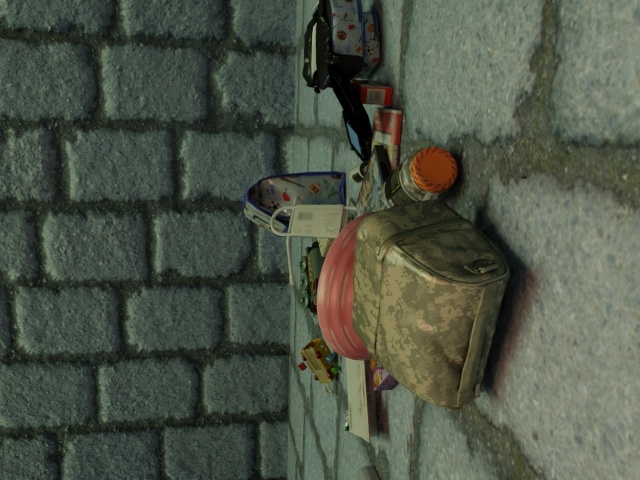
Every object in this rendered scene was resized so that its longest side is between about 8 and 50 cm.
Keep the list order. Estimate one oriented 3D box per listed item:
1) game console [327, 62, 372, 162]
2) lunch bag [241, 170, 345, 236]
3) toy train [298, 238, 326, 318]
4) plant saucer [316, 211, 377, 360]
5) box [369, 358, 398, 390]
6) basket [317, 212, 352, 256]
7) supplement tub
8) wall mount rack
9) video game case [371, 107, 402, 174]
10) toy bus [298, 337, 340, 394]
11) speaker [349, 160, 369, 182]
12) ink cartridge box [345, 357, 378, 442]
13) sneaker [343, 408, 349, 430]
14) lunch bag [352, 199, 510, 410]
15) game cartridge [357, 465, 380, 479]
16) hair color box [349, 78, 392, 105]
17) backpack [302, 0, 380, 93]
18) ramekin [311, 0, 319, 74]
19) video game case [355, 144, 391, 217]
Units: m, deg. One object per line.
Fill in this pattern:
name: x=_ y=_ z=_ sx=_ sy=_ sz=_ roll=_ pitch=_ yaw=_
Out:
game console: x=0.101 y=-0.340 z=1.643 sx=0.361 sy=0.043 sz=0.213 roll=65 pitch=-179 yaw=-62
lunch bag: x=-0.117 y=-0.144 z=2.234 sx=0.328 sy=0.385 sz=0.239 roll=149 pitch=120 yaw=-77
toy train: x=-0.003 y=0.156 z=2.355 sx=0.190 sy=0.142 sz=0.334 roll=124 pitch=147 yaw=-52
plant saucer: x=0.133 y=0.106 z=1.221 sx=0.084 sy=0.332 sz=0.332 roll=12 pitch=104 yaw=44
box: x=0.187 y=0.262 z=1.485 sx=0.293 sy=0.057 sz=0.201 roll=107 pitch=160 yaw=-58
basket: x=0.055 y=-0.018 z=2.051 sx=0.167 sy=0.113 sz=0.103 roll=107 pitch=158 yaw=-60
supplement tub: x=0.210 y=-0.122 z=1.180 sx=0.190 sy=0.116 sz=0.117 roll=131 pitch=138 yaw=-75
wall mount rack: x=0.000 y=0.000 z=1.902 sx=0.130 sy=0.349 sz=0.304 roll=44 pitch=-128 yaw=-62
video game case: x=0.181 y=-0.230 z=1.589 sx=0.204 sy=0.025 sz=0.285 roll=-124 pitch=35 yaw=-72
toy bus: x=0.012 y=0.505 z=2.322 sx=0.104 sy=0.190 sz=0.202 roll=-38 pitch=-33 yaw=-44
speaker: x=0.133 y=-0.217 z=1.774 sx=0.136 sy=0.055 sz=0.055 roll=178 pitch=92 yaw=-79
ink cartridge box: x=0.138 y=0.459 z=1.737 sx=0.261 sy=0.066 sz=0.297 roll=133 pitch=135 yaw=-75
sneaker: x=0.105 y=0.639 z=2.021 sx=0.069 sy=0.038 sz=0.098 roll=-100 pitch=24 yaw=-50
lunch bag: x=0.200 y=0.116 z=0.989 sx=0.256 sy=0.212 sz=0.305 roll=-128 pitch=34 yaw=-50
game cartridge: x=0.153 y=0.866 z=1.719 sx=0.196 sy=0.060 sz=0.295 roll=-117 pitch=28 yaw=-76
hair color box: x=0.140 y=-0.432 z=1.619 sx=0.167 sy=0.093 sz=0.054 roll=-117 pitch=29 yaw=-67
backpack: x=0.066 y=-0.617 z=1.703 sx=0.276 sy=0.213 sz=0.264 roll=167 pitch=94 yaw=-73
ramekin: x=0.054 y=-0.699 z=1.965 sx=0.277 sy=0.135 sz=0.277 roll=180 pitch=90 yaw=-79
video game case: x=0.156 y=-0.083 z=1.567 sx=0.275 sy=0.035 sz=0.248 roll=103 pitch=163 yaw=-54
